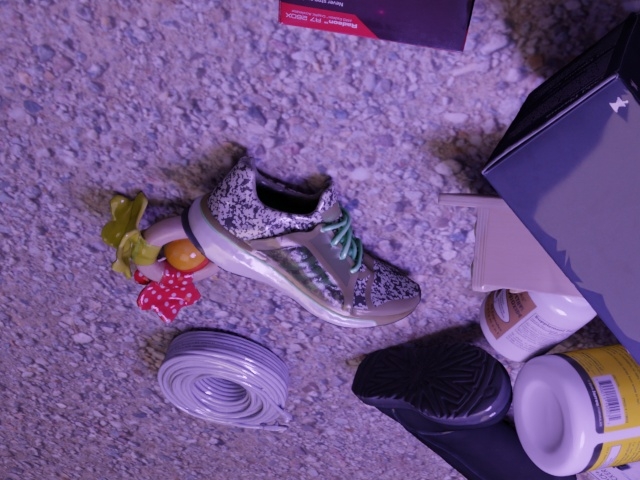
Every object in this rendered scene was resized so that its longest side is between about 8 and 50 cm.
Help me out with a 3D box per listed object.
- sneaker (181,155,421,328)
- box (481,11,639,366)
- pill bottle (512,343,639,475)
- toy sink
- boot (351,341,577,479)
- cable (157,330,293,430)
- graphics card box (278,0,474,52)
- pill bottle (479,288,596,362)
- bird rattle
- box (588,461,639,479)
[{"bbox_3d":[0.000,0.000,1.620,0.411,0.158,0.182,23,124,-20],"label":"sneaker"},{"bbox_3d":[0.379,-0.047,1.183,0.179,0.312,0.343,-38,95,29],"label":"box"},{"bbox_3d":[0.491,0.257,1.665,0.334,0.187,0.188,-5,148,-23],"label":"pill bottle"},{"bbox_3d":[0.290,0.007,1.445,0.234,0.131,0.153,7,-175,30],"label":"toy sink"},{"bbox_3d":[0.319,0.362,1.910,0.445,0.146,0.367,43,158,-27],"label":"boot"},{"bbox_3d":[-0.187,0.271,2.043,0.257,0.089,0.257,0,139,18],"label":"cable"},{"bbox_3d":[0.075,-0.383,1.142,0.233,0.094,0.370,11,141,4],"label":"graphics card box"},{"bbox_3d":[0.356,0.084,1.609,0.131,0.131,0.229,24,141,-13],"label":"pill bottle"},{"bbox_3d":[-0.244,0.034,1.740,0.207,0.143,0.253,-19,137,13],"label":"bird rattle"},{"bbox_3d":[0.611,0.359,1.912,0.290,0.087,0.169,-24,128,39],"label":"box"}]
